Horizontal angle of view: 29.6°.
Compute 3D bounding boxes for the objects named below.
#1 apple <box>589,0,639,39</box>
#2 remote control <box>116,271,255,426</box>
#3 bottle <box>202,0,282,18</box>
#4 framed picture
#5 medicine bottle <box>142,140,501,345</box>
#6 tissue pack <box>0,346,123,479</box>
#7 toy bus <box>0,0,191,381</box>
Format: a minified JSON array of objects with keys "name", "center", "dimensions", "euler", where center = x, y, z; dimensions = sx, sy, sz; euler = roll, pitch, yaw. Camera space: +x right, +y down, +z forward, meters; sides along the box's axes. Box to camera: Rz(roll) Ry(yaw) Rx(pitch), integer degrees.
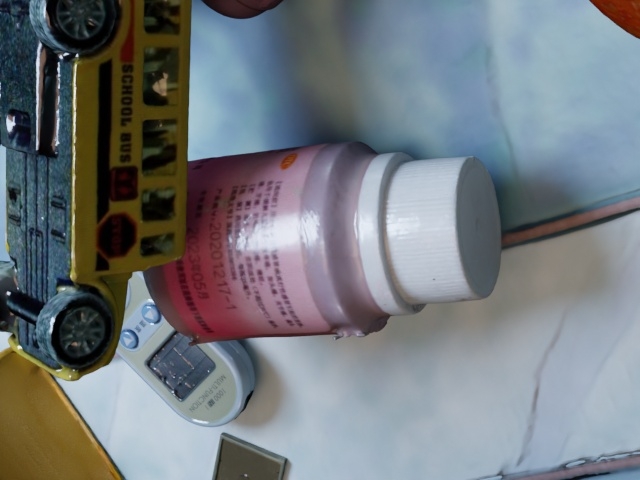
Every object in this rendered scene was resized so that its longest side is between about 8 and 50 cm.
[{"name":"apple","center":[0.232,-0.210,0.651],"dimensions":[0.201,0.218,0.218],"euler":[-10,108,54]},{"name":"remote control","center":[-0.152,0.058,1.030],"dimensions":[0.244,0.047,0.087],"euler":[45,118,2]},{"name":"bottle","center":[0.001,-0.238,0.804],"dimensions":[0.233,0.110,0.110],"euler":[-35,94,31]},{"name":"framed picture","center":[-0.067,0.219,1.080],"dimensions":[0.066,0.006,0.089],"euler":[19,118,16]},{"name":"medicine bottle","center":[0.000,0.000,0.883],"dimensions":[0.247,0.147,0.147],"euler":[-5,108,25]},{"name":"tissue pack","center":[-0.351,0.245,1.140],"dimensions":[0.274,0.145,0.194],"euler":[-30,98,30]},{"name":"toy bus","center":[-0.156,-0.083,0.806],"dimensions":[0.121,0.123,0.335],"euler":[15,106,49]}]
